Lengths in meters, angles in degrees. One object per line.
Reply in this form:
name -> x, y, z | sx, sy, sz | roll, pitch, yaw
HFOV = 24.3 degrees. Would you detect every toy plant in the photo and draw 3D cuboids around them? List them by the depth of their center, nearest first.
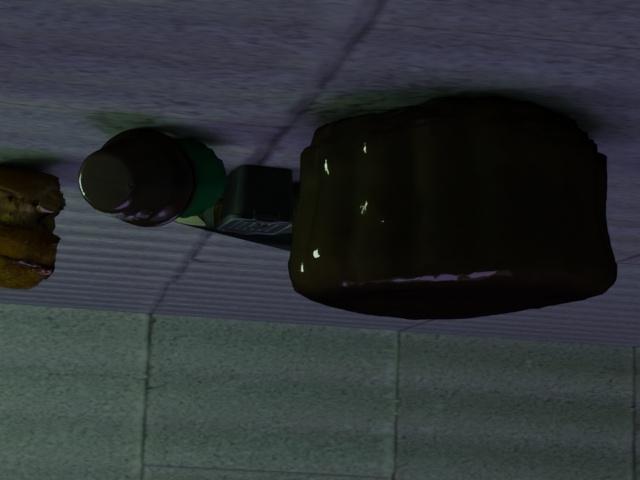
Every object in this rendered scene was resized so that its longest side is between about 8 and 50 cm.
toy plant -> -0.182, -0.068, 1.604 | 0.143, 0.105, 0.200 | 9, -174, 24

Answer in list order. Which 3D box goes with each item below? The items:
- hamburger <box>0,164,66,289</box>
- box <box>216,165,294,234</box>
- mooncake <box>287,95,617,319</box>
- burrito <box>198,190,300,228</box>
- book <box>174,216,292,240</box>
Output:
hamburger -> -0.406, -0.027, 1.847 | 0.156, 0.144, 0.283 | 17, 167, -18
box -> -0.078, -0.048, 1.804 | 0.084, 0.069, 0.122 | 4, 172, -15
mooncake -> 0.128, -0.027, 1.468 | 0.324, 0.187, 0.324 | 1, 172, 0
burrito -> -0.033, -0.037, 1.911 | 0.288, 0.054, 0.104 | -4, 169, 42
book -> 0.000, 0.000, 2.162 | 0.264, 0.031, 0.379 | 5, 175, 35
